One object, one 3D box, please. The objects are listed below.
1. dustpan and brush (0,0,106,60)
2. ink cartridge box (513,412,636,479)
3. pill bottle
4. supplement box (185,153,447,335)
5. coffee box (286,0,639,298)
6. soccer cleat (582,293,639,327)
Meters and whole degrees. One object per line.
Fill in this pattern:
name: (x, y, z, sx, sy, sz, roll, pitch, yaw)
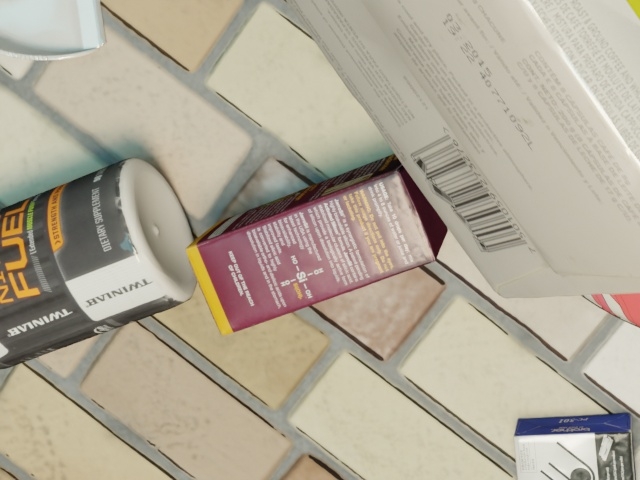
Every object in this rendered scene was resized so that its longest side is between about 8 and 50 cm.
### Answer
dustpan and brush: (-0.298, -0.216, 1.180, 0.211, 0.060, 0.147, -5, 102, 11)
ink cartridge box: (0.222, 0.253, 1.194, 0.097, 0.046, 0.207, -5, 102, 14)
pill bottle: (-0.238, 0.031, 1.193, 0.245, 0.130, 0.130, -21, 98, 15)
supplement box: (0.000, 0.000, 1.149, 0.188, 0.104, 0.081, -20, 99, 15)
coffee box: (0.200, -0.193, 0.885, 0.334, 0.338, 0.338, -37, 95, -12)
soccer cleat: (0.190, -0.029, 1.096, 0.318, 0.116, 0.108, 43, 107, 0)
